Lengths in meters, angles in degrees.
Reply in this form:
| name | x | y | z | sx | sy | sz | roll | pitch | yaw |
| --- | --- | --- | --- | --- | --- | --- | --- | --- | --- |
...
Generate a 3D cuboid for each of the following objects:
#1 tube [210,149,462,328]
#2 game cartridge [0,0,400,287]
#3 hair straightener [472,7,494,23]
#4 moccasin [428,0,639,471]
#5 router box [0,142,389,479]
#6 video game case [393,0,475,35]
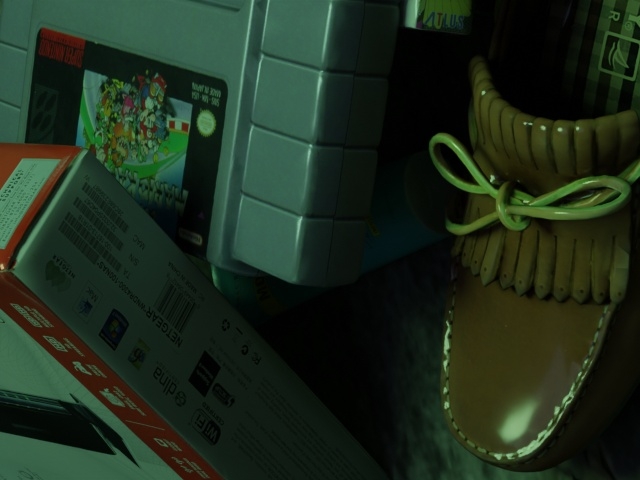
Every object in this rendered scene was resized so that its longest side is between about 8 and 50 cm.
| name | x | y | z | sx | sy | sz | roll | pitch | yaw |
| --- | --- | --- | --- | --- | --- | --- | --- | --- | --- |
| tube | 0.000 | 0.000 | 1.098 | 0.207 | 0.052 | 0.080 | -23 | 66 | 44 |
| game cartridge | -0.087 | -0.119 | 1.013 | 0.355 | 0.068 | 0.230 | 21 | 102 | 51 |
| hair straightener | 0.042 | -0.210 | 1.045 | 0.230 | 0.047 | 0.089 | 53 | 122 | 32 |
| moccasin | 0.132 | -0.060 | 0.913 | 0.139 | 0.147 | 0.380 | 30 | 110 | 35 |
| router box | -0.165 | 0.072 | 1.067 | 0.301 | 0.335 | 0.082 | 4 | 56 | 40 |
| video game case | 0.014 | -0.223 | 0.976 | 0.232 | 0.042 | 0.210 | 17 | 102 | 57 |
